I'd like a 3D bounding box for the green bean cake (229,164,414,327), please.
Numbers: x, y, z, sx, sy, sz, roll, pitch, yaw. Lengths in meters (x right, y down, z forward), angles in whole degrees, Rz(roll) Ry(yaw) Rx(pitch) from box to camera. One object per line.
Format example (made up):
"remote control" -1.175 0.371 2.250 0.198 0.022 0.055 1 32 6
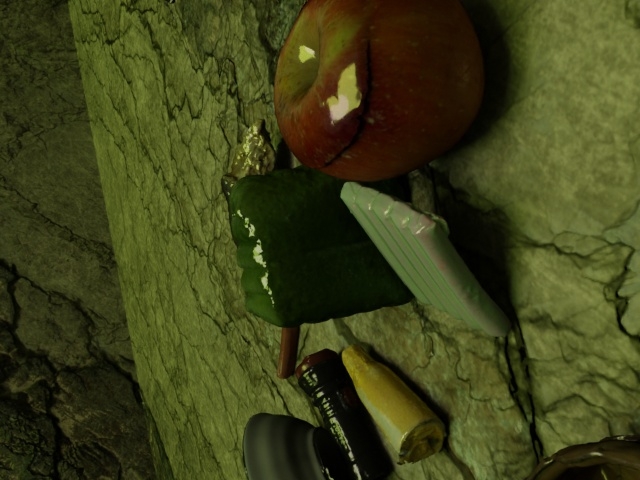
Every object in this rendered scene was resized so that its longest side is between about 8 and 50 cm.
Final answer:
"green bean cake" 0.000 0.000 0.941 0.125 0.248 0.222 -6 94 64

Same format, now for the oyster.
"oyster" -0.127 -0.063 1.313 0.166 0.110 0.341 -119 20 -44

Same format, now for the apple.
"apple" 0.067 -0.193 0.814 0.272 0.206 0.252 -36 54 57

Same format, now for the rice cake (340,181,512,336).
"rice cake" 0.125 0.022 0.825 0.189 0.037 0.198 29 160 55

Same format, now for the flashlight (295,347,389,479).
"flashlight" 0.039 0.298 1.140 0.232 0.093 0.093 60 146 29

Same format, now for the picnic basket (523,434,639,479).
"picnic basket" 0.232 0.336 0.531 0.293 0.337 0.337 -31 71 61

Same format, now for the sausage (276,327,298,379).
"sausage" -0.066 0.217 1.367 0.035 0.030 0.147 44 135 45

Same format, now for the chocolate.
"chocolate" 0.098 0.229 1.020 0.219 0.085 0.086 -132 42 -52

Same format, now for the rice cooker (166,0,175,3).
"rice cooker" -0.279 -0.607 1.323 0.241 0.227 0.281 36 114 36

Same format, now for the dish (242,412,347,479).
"dish" 0.000 0.409 1.141 0.316 0.106 0.316 56 -172 -12
